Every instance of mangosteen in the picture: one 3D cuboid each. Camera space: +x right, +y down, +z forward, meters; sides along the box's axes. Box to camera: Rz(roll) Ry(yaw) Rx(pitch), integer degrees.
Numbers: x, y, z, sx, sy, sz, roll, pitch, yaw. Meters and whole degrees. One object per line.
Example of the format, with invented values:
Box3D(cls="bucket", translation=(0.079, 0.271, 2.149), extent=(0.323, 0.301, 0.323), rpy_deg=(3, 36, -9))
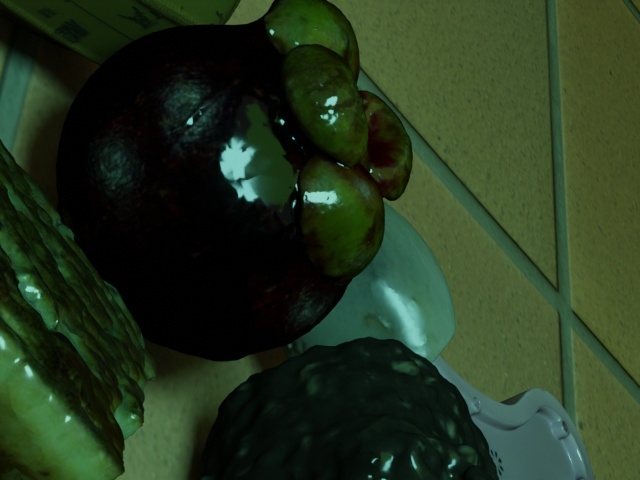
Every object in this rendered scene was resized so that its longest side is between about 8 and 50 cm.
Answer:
Box3D(cls="mangosteen", translation=(-0.051, -0.031, 1.107), extent=(0.210, 0.210, 0.210), rpy_deg=(42, 34, -38))

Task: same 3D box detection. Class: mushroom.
Box3D(cls="mushroom", translation=(0.000, 0.000, 1.230), extent=(0.225, 0.116, 0.093), rpy_deg=(60, 3, 13))

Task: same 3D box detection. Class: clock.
Box3D(cls="clock", translation=(0.090, 0.157, 1.344), extent=(0.290, 0.080, 0.275), rpy_deg=(58, 27, -17))

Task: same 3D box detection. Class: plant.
Box3D(cls="plant", translation=(0.020, 0.178, 1.083), extent=(0.178, 0.204, 0.234), rpy_deg=(51, 21, -31))

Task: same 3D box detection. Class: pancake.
Box3D(cls="pancake", translation=(-0.202, -0.060, 0.917), extent=(0.427, 0.067, 0.305), rpy_deg=(57, 3, 8))

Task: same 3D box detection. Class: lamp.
Box3D(cls="lamp", translation=(-0.134, -0.188, 1.147), extent=(0.185, 0.161, 0.161), rpy_deg=(24, 48, -50))
